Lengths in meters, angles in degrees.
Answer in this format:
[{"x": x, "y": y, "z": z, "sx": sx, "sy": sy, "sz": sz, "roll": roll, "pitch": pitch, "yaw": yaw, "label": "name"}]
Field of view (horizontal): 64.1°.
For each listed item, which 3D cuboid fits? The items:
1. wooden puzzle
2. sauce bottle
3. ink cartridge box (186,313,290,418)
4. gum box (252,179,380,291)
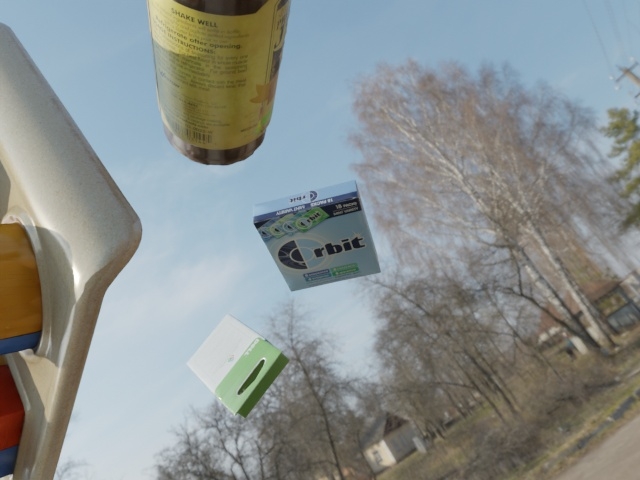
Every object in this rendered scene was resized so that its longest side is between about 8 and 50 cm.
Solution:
[{"x": -0.292, "y": 0.035, "z": 0.423, "sx": 0.081, "sy": 0.322, "sz": 0.347, "roll": -2, "pitch": -49, "yaw": -48, "label": "wooden puzzle"}, {"x": -0.074, "y": -0.191, "z": 0.378, "sx": 0.112, "sy": 0.111, "sz": 0.344, "roll": -23, "pitch": -18, "yaw": -22, "label": "sauce bottle"}, {"x": -0.120, "y": 0.197, "z": 0.789, "sx": 0.109, "sy": 0.209, "sz": 0.062, "roll": -51, "pitch": -61, "yaw": -15, "label": "ink cartridge box"}, {"x": 0.000, "y": 0.000, "z": 0.796, "sx": 0.157, "sy": 0.041, "sz": 0.184, "roll": -13, "pitch": -41, "yaw": 9, "label": "gum box"}]
